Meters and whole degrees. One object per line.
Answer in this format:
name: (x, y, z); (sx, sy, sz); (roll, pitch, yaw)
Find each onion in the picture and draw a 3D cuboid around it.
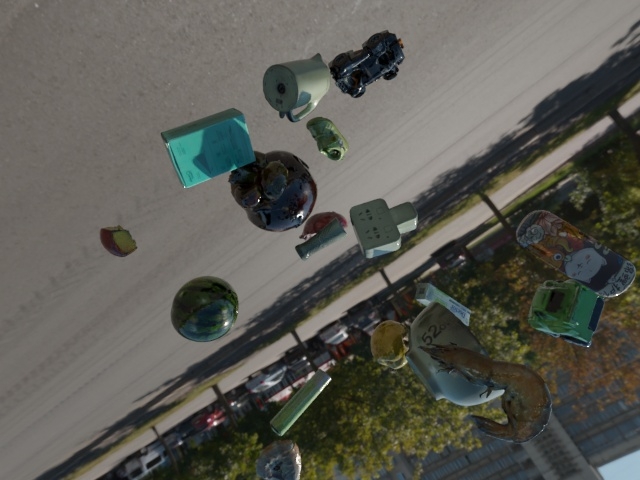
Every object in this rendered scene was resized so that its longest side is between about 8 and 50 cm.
onion: (-0.008, -0.081, 2.182); (0.283, 0.120, 0.227); (-17, 175, 31)

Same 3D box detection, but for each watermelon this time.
watermelon: (-0.492, 0.290, 1.787); (0.285, 0.285, 0.285); (-30, 166, -8)

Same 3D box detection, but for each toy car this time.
toy car: (0.190, -0.702, 1.662); (0.301, 0.118, 0.193); (-26, 143, 18)
toy car: (0.831, 0.228, 1.435); (0.358, 0.176, 0.213); (148, -36, -85)

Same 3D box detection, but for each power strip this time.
power strip: (0.275, -0.058, 1.768); (0.261, 0.229, 0.141); (-18, 149, 0)

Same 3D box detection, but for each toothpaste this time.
toothpaste: (0.564, 0.293, 1.903); (0.336, 0.081, 0.067); (31, 157, -30)

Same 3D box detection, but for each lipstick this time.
lipstick: (-0.083, 0.666, 1.726); (0.304, 0.076, 0.076); (-44, 171, -20)

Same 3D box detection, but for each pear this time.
pear: (0.269, 0.394, 1.570); (0.178, 0.178, 0.178); (-30, 166, -8)

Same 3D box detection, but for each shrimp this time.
shrimp: (-0.146, 0.846, 1.526); (0.164, 0.062, 0.317); (-11, 118, -8)
shrimp: (0.344, 0.329, 0.923); (0.058, 0.296, 0.169); (21, 84, -52)

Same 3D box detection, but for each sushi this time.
sushi: (0.351, 0.628, 2.187); (0.040, 0.210, 0.193); (-26, -172, 3)

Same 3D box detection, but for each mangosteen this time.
mangosteen: (-0.203, -0.240, 1.880); (0.381, 0.381, 0.421); (-31, 144, -2)

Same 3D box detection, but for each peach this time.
peach: (-0.821, 0.003, 1.692); (0.151, 0.151, 0.118); (11, 96, -70)

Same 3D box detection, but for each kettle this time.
kettle: (-0.082, -0.573, 1.591); (0.255, 0.165, 0.240); (-42, 148, -47)

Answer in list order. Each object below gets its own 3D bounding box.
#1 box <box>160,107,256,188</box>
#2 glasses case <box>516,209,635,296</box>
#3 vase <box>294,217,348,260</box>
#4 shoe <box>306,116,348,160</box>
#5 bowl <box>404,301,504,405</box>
box: (-0.428, -0.360, 1.610); (0.311, 0.118, 0.205); (-27, 129, -19)
glasses case: (0.705, 0.035, 1.162); (0.122, 0.321, 0.082); (-59, 172, 16)
vase: (0.000, 0.000, 1.764); (0.219, 0.096, 0.096); (-32, 167, 4)
shoe: (0.044, -0.503, 2.068); (0.140, 0.128, 0.262); (-26, 135, 31)
bowl: (0.401, 0.394, 1.365); (0.185, 0.354, 0.354); (-32, 167, -5)
